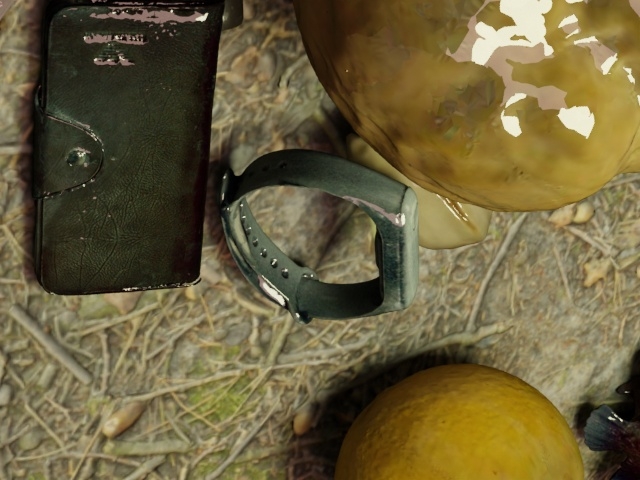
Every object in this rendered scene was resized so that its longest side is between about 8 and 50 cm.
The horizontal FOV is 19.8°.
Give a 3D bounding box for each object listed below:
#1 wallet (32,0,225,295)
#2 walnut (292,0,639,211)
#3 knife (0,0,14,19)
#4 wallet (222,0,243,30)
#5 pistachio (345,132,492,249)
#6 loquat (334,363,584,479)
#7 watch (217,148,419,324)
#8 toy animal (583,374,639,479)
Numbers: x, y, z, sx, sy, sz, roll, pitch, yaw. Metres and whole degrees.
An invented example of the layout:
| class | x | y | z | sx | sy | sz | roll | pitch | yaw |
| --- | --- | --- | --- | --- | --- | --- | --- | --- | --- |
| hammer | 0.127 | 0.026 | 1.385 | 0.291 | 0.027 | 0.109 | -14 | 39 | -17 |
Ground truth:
| class | x | y | z | sx | sy | sz | roll | pitch | yaw |
| --- | --- | --- | --- | --- | --- | --- | --- | --- | --- |
| wallet | -0.180 | -0.087 | 1.700 | 0.172 | 0.045 | 0.318 | -4 | 125 | -18 |
| walnut | 0.157 | -0.207 | 1.590 | 0.384 | 0.383 | 0.383 | -14 | 127 | -20 |
| knife | -0.317 | -0.180 | 1.575 | 0.132 | 0.038 | 0.398 | 32 | 103 | -37 |
| wallet | -0.107 | -0.256 | 1.649 | 0.082 | 0.018 | 0.156 | -15 | 127 | -20 |
| pistachio | 0.100 | -0.064 | 1.823 | 0.124 | 0.124 | 0.185 | -47 | 127 | 7 |
| loquat | 0.138 | 0.265 | 1.985 | 0.275 | 0.275 | 0.274 | -14 | 127 | -20 |
| watch | 0.000 | 0.000 | 1.798 | 0.193 | 0.068 | 0.206 | 7 | 138 | 11 |
| toy animal | 0.413 | 0.246 | 2.170 | 0.116 | 0.179 | 0.218 | -22 | 134 | -47 |
